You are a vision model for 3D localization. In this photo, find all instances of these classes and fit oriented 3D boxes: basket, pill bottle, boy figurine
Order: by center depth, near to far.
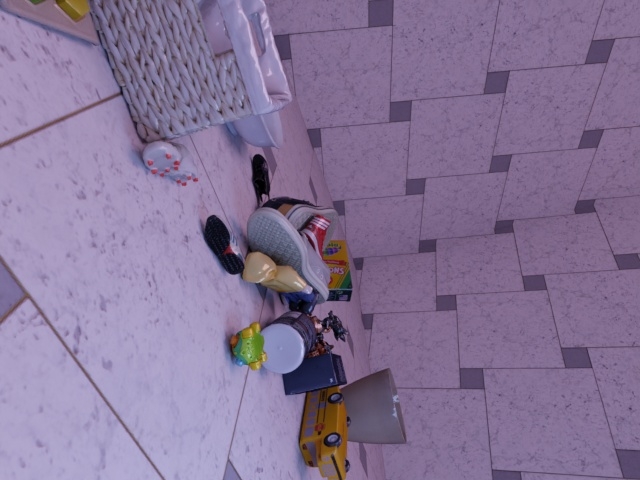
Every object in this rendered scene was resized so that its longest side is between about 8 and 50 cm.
[{"bbox_3d":[-0.238,-0.396,0.912,0.331,0.266,0.329,-76,150,-70],"label":"basket"},{"bbox_3d":[-0.082,0.267,1.234,0.245,0.130,0.131,-7,82,-80],"label":"pill bottle"},{"bbox_3d":[-0.108,0.120,1.248,0.285,0.177,0.092,42,61,-52],"label":"boy figurine"}]

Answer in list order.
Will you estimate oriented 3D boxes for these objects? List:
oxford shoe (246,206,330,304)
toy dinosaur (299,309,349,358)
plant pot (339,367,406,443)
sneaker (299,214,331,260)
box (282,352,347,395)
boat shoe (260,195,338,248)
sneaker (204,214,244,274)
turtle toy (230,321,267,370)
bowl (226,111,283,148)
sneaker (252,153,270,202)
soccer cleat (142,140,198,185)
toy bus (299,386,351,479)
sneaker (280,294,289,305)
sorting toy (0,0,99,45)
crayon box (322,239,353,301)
[{"bbox_3d":[-0.085,0.038,1.357,0.449,0.169,0.130,57,39,-47],"label":"oxford shoe"},{"bbox_3d":[-0.019,0.311,1.540,0.218,0.164,0.322,18,78,-60],"label":"toy dinosaur"},{"bbox_3d":[0.144,0.611,1.605,0.256,0.273,0.257,-14,90,-81],"label":"plant pot"},{"bbox_3d":[0.000,0.000,1.509,0.128,0.087,0.221,-52,159,-23],"label":"sneaker"},{"bbox_3d":[-0.016,0.400,1.342,0.158,0.155,0.093,51,26,-68],"label":"box"},{"bbox_3d":[-0.063,-0.063,1.625,0.187,0.155,0.500,-66,160,5],"label":"boat shoe"},{"bbox_3d":[-0.228,0.002,1.052,0.075,0.057,0.161,-121,-172,-58],"label":"sneaker"},{"bbox_3d":[-0.162,0.236,1.007,0.130,0.066,0.095,-16,93,-81],"label":"turtle toy"},{"bbox_3d":[-0.229,-0.417,1.410,0.298,0.134,0.298,-15,90,-80],"label":"bowl"},{"bbox_3d":[-0.200,-0.212,1.518,0.089,0.051,0.170,-61,140,-83],"label":"sneaker"},{"bbox_3d":[-0.293,-0.162,0.868,0.196,0.068,0.076,58,13,-83],"label":"soccer cleat"},{"bbox_3d":[0.017,0.567,1.363,0.333,0.130,0.108,-77,152,-71],"label":"toy bus"},{"bbox_3d":[-0.087,0.156,1.518,0.152,0.084,0.058,-87,160,-62],"label":"sneaker"},{"bbox_3d":[-0.403,-0.402,0.642,0.208,0.038,0.193,-51,126,-79],"label":"sorting toy"},{"bbox_3d":[0.010,0.098,1.813,0.319,0.202,0.081,-97,-171,-46],"label":"crayon box"}]
